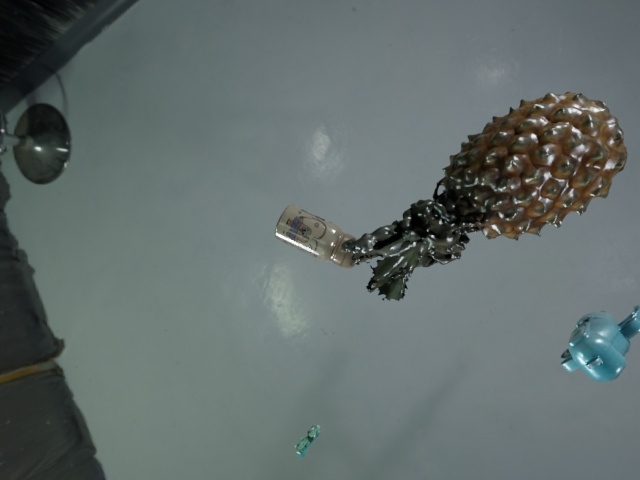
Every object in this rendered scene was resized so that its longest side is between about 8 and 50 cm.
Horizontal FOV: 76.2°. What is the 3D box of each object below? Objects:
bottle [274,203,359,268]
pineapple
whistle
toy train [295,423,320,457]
[{"bbox_3d":[0.000,0.000,0.995,0.209,0.110,0.097,27,60,11],"label":"bottle"},{"bbox_3d":[0.197,-0.052,0.538,0.362,0.175,0.174,-27,84,3],"label":"pineapple"},{"bbox_3d":[0.548,0.196,0.810,0.093,0.274,0.186,50,123,19],"label":"whistle"},{"bbox_3d":[-0.032,0.548,1.116,0.029,0.092,0.045,21,130,34],"label":"toy train"}]
